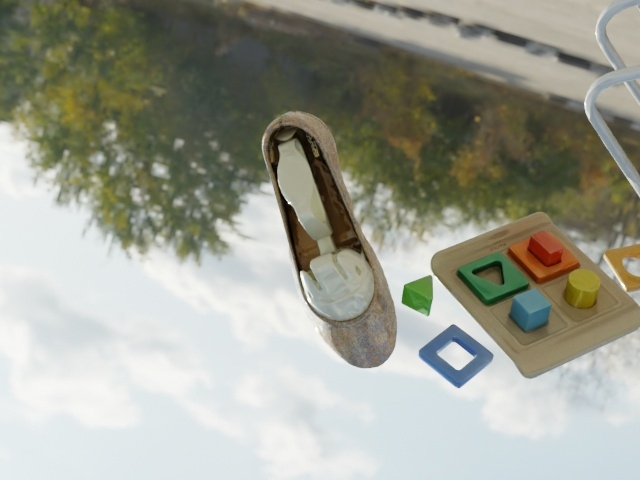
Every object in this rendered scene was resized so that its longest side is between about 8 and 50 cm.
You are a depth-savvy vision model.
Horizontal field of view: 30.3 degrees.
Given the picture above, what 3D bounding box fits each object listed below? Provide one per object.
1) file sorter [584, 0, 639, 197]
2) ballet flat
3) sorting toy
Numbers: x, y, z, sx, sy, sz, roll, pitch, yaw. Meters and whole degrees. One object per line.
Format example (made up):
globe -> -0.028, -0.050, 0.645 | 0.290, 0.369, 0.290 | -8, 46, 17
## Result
file sorter -> 0.291, -0.153, 0.735 | 0.192, 0.278, 0.173 | -10, 139, 39
ballet flat -> 0.000, 0.000, 1.357 | 0.107, 0.316, 0.106 | -23, 173, 9
sorting toy -> 0.253, 0.050, 1.369 | 0.347, 0.047, 0.196 | -20, -128, -23
